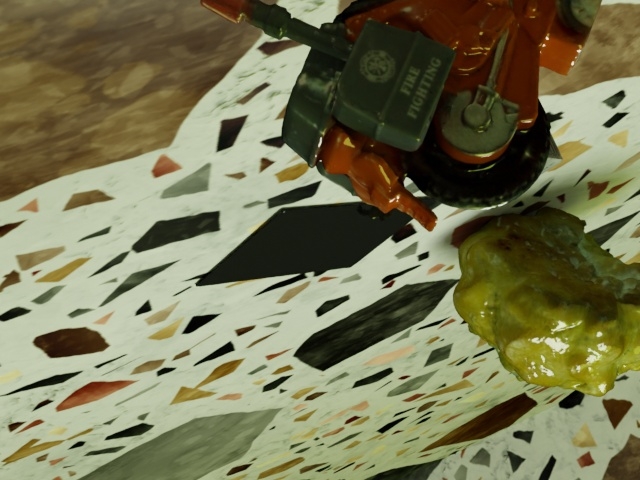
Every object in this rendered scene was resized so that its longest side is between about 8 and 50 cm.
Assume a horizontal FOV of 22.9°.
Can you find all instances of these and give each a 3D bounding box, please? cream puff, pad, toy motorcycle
[{"bbox_3d":[0.292,0.089,1.941,0.282,0.282,0.185,-10,129,-37],"label":"cream puff"},{"bbox_3d":[0.000,0.000,1.735,0.245,0.006,0.170,-6,155,-44],"label":"pad"},{"bbox_3d":[0.065,-0.174,0.932,0.148,0.221,0.326,102,10,-71],"label":"toy motorcycle"}]

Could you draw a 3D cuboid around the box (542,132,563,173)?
[{"bbox_3d":[0.177,-0.094,1.641,0.055,0.039,0.218,-34,160,31],"label":"box"}]
